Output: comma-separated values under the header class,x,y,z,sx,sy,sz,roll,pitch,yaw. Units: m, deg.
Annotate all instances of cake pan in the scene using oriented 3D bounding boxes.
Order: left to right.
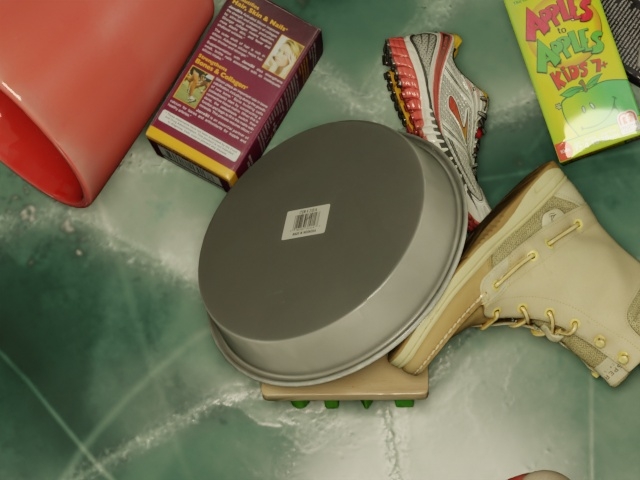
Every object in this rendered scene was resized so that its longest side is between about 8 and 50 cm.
class,x,y,z,sx,sy,sz,roll,pitch,yaw
cake pan,0.000,0.000,1.438,0.293,0.054,0.293,-20,48,23

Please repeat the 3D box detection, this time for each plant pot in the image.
class,x,y,z,sx,sy,sz,roll,pitch,yaw
plant pot,-0.257,-0.210,1.505,0.275,0.275,0.243,36,73,13

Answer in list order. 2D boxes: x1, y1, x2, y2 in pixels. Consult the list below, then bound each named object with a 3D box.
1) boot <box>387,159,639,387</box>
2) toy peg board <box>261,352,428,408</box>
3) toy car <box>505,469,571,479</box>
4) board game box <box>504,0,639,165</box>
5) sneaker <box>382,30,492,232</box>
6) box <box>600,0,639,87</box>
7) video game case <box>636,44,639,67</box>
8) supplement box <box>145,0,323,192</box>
class,x,y,z,sx,sy,sz,roll,pitch,yaw
boot,0.208,0.077,1.432,0.203,0.095,0.262,45,68,-3
toy peg board,0.028,0.096,1.495,0.161,0.079,0.161,-1,61,5
toy car,0.147,0.335,1.380,0.238,0.219,0.210,-20,74,30
board game box,0.260,-0.178,1.525,0.092,0.043,0.181,-19,84,13
sneaker,0.138,-0.115,1.521,0.092,0.088,0.225,-16,79,-7
box,0.325,-0.234,1.562,0.162,0.029,0.116,35,81,11
video game case,0.421,-0.255,1.515,0.173,0.022,0.190,9,94,-7
supplement box,-0.087,-0.155,1.552,0.104,0.081,0.188,29,81,8
